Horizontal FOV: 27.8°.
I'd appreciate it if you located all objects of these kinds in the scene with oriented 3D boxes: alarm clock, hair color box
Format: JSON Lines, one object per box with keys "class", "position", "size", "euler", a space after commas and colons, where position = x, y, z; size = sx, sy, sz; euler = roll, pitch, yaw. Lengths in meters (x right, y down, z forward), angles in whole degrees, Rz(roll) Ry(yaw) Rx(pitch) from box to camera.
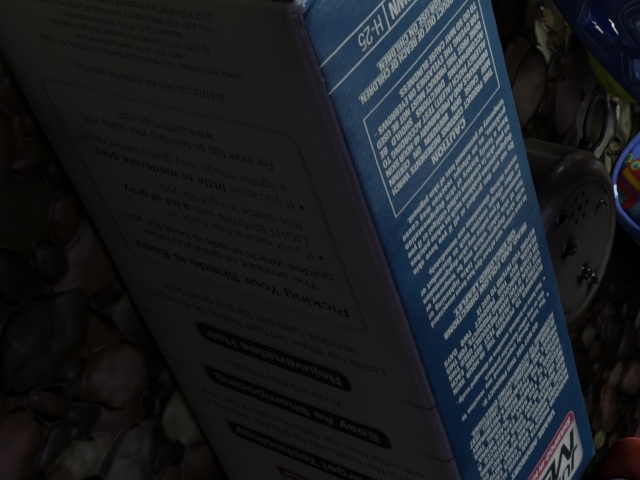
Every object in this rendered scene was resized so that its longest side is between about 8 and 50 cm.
{"class": "alarm clock", "position": [0.158, -0.017, 0.871], "size": [0.129, 0.064, 0.192], "euler": [48, 63, -50]}
{"class": "hair color box", "position": [0.000, 0.000, 0.572], "size": [0.105, 0.174, 0.347], "euler": [-50, 138, -30]}

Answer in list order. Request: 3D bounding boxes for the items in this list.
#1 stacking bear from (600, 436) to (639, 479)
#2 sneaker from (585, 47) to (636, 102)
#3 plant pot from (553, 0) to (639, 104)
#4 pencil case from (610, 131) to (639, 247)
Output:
{"class": "stacking bear", "position": [0.220, 0.314, 1.011], "size": [0.289, 0.175, 0.164], "euler": [-51, 141, -16]}
{"class": "sneaker", "position": [0.278, -0.232, 0.884], "size": [0.109, 0.123, 0.296], "euler": [12, 94, -53]}
{"class": "plant pot", "position": [0.217, -0.223, 0.690], "size": [0.236, 0.212, 0.236], "euler": [-46, 158, -24]}
{"class": "pencil case", "position": [0.342, 0.002, 1.064], "size": [0.133, 0.119, 0.306], "euler": [-50, 142, 2]}
